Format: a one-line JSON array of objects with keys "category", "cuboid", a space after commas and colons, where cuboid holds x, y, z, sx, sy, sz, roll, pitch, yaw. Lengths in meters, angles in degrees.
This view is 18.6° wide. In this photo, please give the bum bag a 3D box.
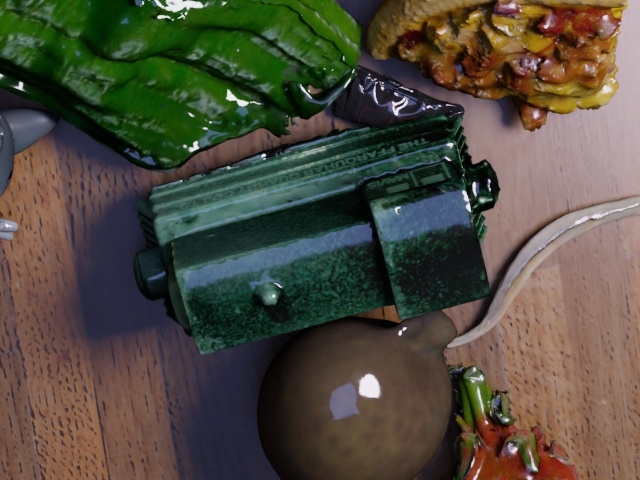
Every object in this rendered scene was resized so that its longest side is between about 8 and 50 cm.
[{"category": "bum bag", "cuboid": [0.067, -0.118, 1.754, 0.124, 0.034, 0.058, 24, 119, -7]}]

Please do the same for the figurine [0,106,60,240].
[{"category": "figurine", "cuboid": [-0.354, -0.040, 1.692, 0.265, 0.193, 0.140, -18, 71, 38]}]

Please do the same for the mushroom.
[{"category": "mushroom", "cuboid": [0.244, 0.008, 1.782, 0.306, 0.043, 0.068, -23, 73, 1]}]

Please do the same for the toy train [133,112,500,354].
[{"category": "toy train", "cuboid": [0.000, 0.000, 1.683, 0.330, 0.178, 0.138, -15, 112, -1]}]

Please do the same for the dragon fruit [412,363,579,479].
[{"category": "dragon fruit", "cuboid": [0.159, 0.220, 1.762, 0.137, 0.135, 0.236, -36, 76, 0]}]

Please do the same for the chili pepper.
[{"category": "chili pepper", "cuboid": [-0.163, -0.192, 1.670, 0.385, 0.213, 0.167, 16, 51, -24]}]

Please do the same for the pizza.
[{"category": "pizza", "cuboid": [0.177, -0.165, 1.667, 0.228, 0.289, 0.081, 33, 56, -41]}]

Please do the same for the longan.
[{"category": "longan", "cuboid": [0.037, 0.136, 1.710, 0.204, 0.185, 0.159, -45, 64, 5]}]
